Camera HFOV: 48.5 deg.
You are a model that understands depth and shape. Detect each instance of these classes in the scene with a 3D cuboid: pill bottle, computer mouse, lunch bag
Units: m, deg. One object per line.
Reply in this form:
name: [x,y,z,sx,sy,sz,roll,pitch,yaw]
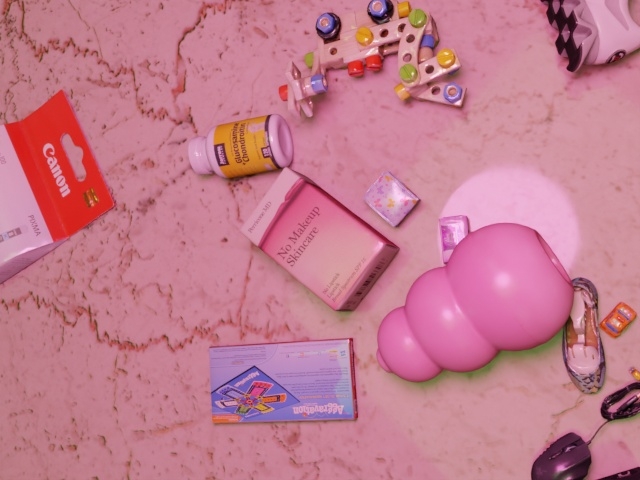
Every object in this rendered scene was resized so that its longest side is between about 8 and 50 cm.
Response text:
pill bottle: [-0.152,-0.174,1.348,0.184,0.103,0.103,-9,82,17]
computer mouse: [0.424,0.310,1.127,0.242,0.041,0.071,-48,28,7]
lunch bag: [0.127,-0.075,1.274,0.083,0.053,0.071,41,100,8]

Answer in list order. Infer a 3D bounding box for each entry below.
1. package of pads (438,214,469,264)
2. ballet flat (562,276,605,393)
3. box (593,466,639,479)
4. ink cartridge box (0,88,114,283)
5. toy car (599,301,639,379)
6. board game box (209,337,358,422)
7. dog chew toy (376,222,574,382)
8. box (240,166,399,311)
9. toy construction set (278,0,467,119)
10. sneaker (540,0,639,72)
package of pads: [0.235,-0.001,1.241,0.050,0.032,0.083,-7,82,16]
ballet flat: [0.419,0.154,1.148,0.070,0.070,0.189,-8,81,17]
box: [0.434,0.443,1.004,0.143,0.270,0.165,-24,78,14]
ink cartridge box: [-0.663,-0.108,1.517,0.384,0.091,0.308,-31,76,14]
toy car: [0.498,0.160,1.134,0.060,0.040,0.122,-33,75,12]
board game box: [-0.073,0.261,1.318,0.281,0.027,0.145,-6,81,17]
dog chew toy: [0.233,0.118,1.150,0.331,0.206,0.207,-36,75,20]
box: [0.000,0.000,1.268,0.232,0.127,0.149,38,97,17]
toy construction set: [0.085,-0.317,1.272,0.327,0.151,0.215,-8,82,6]
sneaker: [0.445,-0.445,1.187,0.146,0.122,0.331,-13,79,-2]
